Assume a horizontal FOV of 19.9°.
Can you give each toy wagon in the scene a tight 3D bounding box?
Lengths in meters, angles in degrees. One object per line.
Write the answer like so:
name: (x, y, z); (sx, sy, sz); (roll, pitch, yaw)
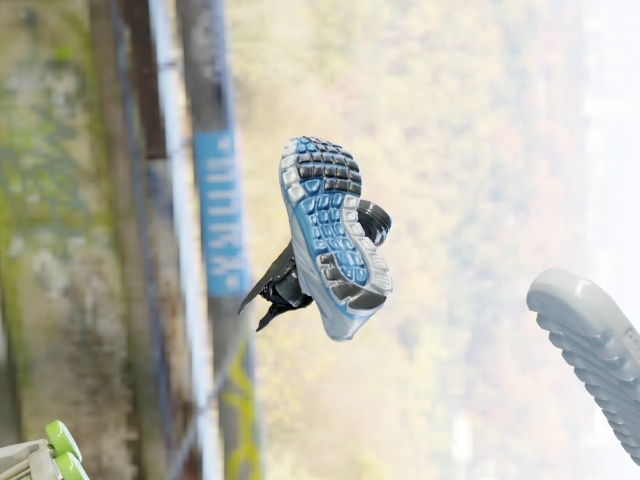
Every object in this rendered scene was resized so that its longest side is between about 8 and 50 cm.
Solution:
toy wagon: (-0.388, 0.298, 2.033); (0.068, 0.267, 0.344); (62, -6, -16)

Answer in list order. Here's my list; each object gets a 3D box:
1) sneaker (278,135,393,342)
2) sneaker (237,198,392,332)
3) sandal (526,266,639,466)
sneaker: (0.000, 0.000, 1.490); (0.083, 0.071, 0.191); (114, -30, -48)
sneaker: (-0.006, 0.024, 1.619); (0.051, 0.170, 0.089); (42, 58, -17)
sandal: (0.362, 0.158, 1.904); (0.102, 0.169, 0.416); (-48, 128, -13)
